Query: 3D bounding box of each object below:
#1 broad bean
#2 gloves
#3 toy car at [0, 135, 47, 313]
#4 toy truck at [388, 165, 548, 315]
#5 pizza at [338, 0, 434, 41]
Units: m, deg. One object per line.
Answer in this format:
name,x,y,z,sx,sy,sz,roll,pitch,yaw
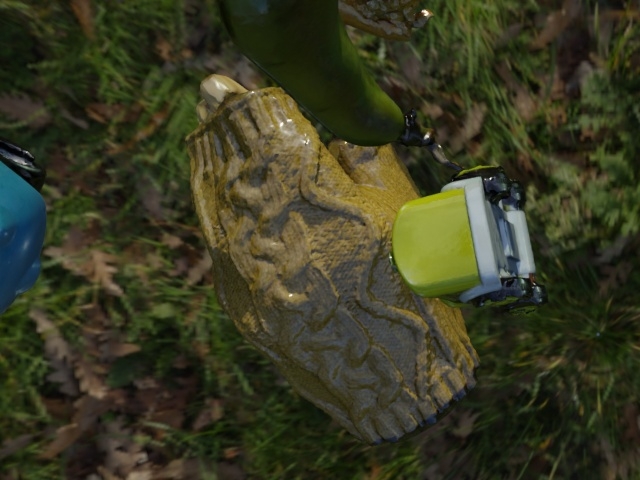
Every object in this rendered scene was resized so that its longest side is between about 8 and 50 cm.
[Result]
broad bean,-0.002,-0.127,0.847,0.075,0.325,0.067,-25,57,15
gloves,0.004,0.009,1.111,0.203,0.155,0.356,-33,94,7
toy car,-0.351,-0.022,1.041,0.255,0.190,0.189,31,99,-4
toy truck,0.078,0.007,0.706,0.076,0.111,0.076,-14,78,18
pizza,0.052,-0.264,1.076,0.188,0.062,0.199,28,124,-24
